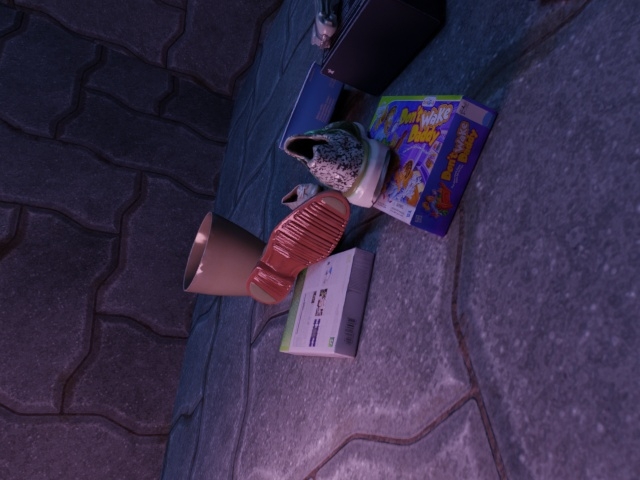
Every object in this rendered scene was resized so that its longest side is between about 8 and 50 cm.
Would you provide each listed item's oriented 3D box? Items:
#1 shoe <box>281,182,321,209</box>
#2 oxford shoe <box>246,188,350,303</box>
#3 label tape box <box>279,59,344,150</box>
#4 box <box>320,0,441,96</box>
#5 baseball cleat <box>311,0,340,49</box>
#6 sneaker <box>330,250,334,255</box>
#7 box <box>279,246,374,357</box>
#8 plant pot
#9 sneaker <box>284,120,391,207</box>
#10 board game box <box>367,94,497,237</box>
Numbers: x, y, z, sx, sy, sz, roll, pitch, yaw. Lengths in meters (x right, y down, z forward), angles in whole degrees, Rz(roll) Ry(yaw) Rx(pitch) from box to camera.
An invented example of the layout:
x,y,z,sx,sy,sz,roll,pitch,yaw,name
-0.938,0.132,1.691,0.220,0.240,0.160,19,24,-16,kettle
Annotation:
x,y,z,sx,sy,sz,roll,pitch,yaw,name
-0.061,-0.133,1.663,0.219,0.058,0.077,-17,56,65,shoe
-0.058,-0.007,1.312,0.397,0.140,0.147,-45,17,37,oxford shoe
-0.020,-0.366,1.556,0.348,0.115,0.249,-97,29,-80,label tape box
0.152,-0.581,1.338,0.296,0.182,0.294,-40,36,57,box
0.004,-0.565,1.354,0.109,0.072,0.206,119,162,-48,baseball cleat
0.000,0.000,1.396,0.166,0.064,0.076,-165,90,-71,sneaker
0.007,0.154,1.252,0.322,0.058,0.232,-20,54,63,box
-0.258,0.074,1.674,0.256,0.273,0.257,-51,27,41,plant pot
0.008,-0.202,1.150,0.158,0.182,0.410,-67,20,10,sneaker
0.177,-0.164,1.063,0.233,0.078,0.347,-68,21,7,board game box
